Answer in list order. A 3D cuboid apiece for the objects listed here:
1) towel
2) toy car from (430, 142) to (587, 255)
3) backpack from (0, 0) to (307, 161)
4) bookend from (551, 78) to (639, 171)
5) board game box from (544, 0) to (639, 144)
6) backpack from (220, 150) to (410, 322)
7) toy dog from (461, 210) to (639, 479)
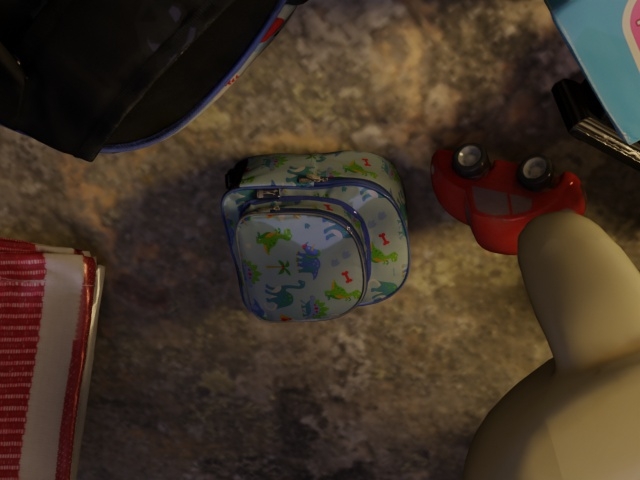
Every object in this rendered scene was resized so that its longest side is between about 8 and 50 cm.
[{"bbox_3d":[-0.325,0.105,0.654,0.329,0.037,0.237,6,84,1],"label":"towel"},{"bbox_3d":[0.188,-0.009,0.532,0.239,0.053,0.225,24,162,-5],"label":"toy car"},{"bbox_3d":[-0.107,-0.185,0.451,0.277,0.213,0.263,33,108,-9],"label":"backpack"},{"bbox_3d":[0.245,-0.101,0.548,0.156,0.072,0.157,27,117,-10],"label":"bookend"},{"bbox_3d":[0.236,-0.187,0.405,0.317,0.242,0.064,-30,112,19],"label":"board game box"},{"bbox_3d":[0.000,0.000,0.617,0.114,0.084,0.105,-6,121,5],"label":"backpack"},{"bbox_3d":[0.194,0.203,0.549,0.285,0.408,0.395,-35,72,4],"label":"toy dog"}]
